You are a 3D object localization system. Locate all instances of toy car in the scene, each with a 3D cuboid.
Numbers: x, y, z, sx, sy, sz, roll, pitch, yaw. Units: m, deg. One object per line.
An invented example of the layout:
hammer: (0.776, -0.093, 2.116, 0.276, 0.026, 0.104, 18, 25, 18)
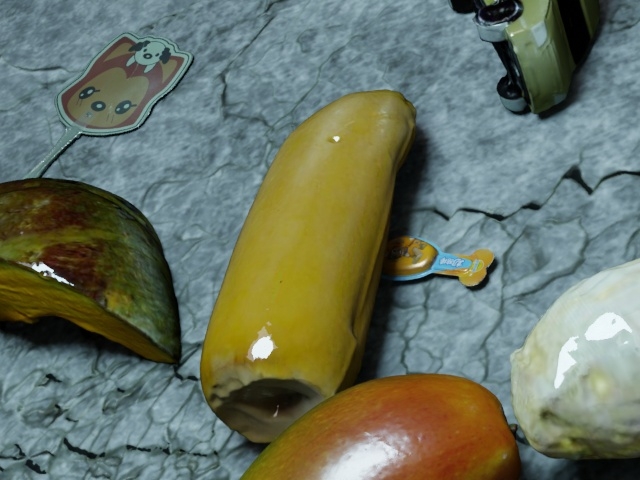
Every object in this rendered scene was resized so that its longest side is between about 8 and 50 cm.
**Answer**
toy car: (0.178, -0.224, 1.536, 0.124, 0.101, 0.256, -23, 42, 3)

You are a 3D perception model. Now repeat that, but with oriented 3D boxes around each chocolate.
chocolate: (0.271, 0.053, 1.210, 0.309, 0.134, 0.134, -27, 43, 0)

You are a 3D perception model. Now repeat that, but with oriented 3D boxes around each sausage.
sausage: (-0.004, -0.003, 1.419, 0.134, 0.116, 0.354, -41, 24, 44)

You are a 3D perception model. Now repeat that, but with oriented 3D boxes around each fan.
fan: (-0.222, -0.125, 1.728, 0.132, 0.009, 0.220, 23, 64, 42)

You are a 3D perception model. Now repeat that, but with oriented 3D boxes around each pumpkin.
pumpkin: (-0.239, -0.009, 1.532, 0.312, 0.148, 0.169, 10, 60, 30)

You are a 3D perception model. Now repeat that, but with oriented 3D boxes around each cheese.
cheese: (0.088, 0.017, 1.421, 0.111, 0.017, 0.047, 7, 57, 33)

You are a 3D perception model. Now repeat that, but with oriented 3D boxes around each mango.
mango: (0.007, 0.197, 1.221, 0.289, 0.129, 0.146, -42, 45, 0)
